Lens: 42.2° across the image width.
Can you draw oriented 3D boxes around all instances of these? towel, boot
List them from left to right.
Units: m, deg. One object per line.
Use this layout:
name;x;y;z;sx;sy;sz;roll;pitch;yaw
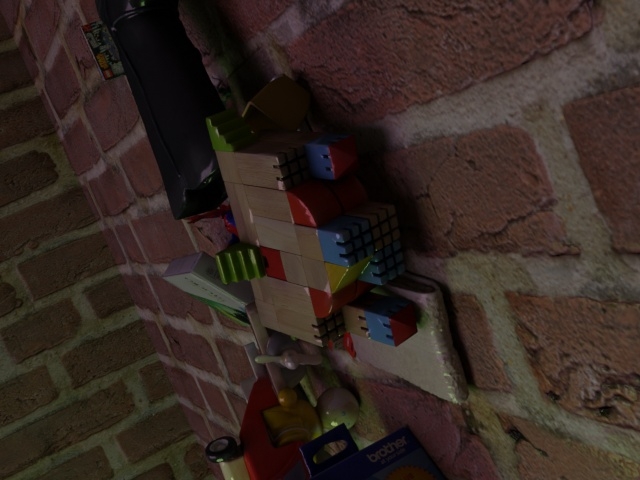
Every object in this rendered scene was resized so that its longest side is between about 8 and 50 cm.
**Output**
boot;-0.232;-0.300;1.333;0.367;0.146;0.445;125;128;-62
towel;0.117;0.130;1.265;0.282;0.049;0.187;16;129;60

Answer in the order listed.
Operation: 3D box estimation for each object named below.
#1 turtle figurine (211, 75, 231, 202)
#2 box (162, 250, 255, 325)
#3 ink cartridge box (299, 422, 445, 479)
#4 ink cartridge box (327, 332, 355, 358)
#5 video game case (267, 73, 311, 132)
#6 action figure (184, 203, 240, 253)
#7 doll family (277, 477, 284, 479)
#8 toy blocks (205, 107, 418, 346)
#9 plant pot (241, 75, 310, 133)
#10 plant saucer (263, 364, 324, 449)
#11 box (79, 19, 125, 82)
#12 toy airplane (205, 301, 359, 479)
turtle figurine;-0.207;-0.192;1.567;0.234;0.118;0.175;54;157;10
box;-0.207;0.112;1.803;0.232;0.058;0.322;33;166;-15
ink cartridge box;0.105;0.503;1.393;0.395;0.270;0.151;50;150;31
ink cartridge box;0.022;0.171;1.544;0.115;0.029;0.062;49;153;35
video game case;-0.055;-0.159;1.368;0.190;0.022;0.173;64;159;0
action figure;-0.173;0.007;1.675;0.280;0.139;0.091;44;150;47
doll family;-0.100;0.507;1.291;0.118;0.163;0.262;33;134;48
toy blocks;0.000;0.000;1.153;0.261;0.191;0.381;11;122;48
plant pot;-0.060;-0.196;1.244;0.081;0.083;0.081;38;158;-5
plant saucer;-0.071;0.422;2.013;0.278;0.041;0.277;48;152;36
box;-0.491;-0.449;1.940;0.137;0.094;0.027;66;159;-6
toy airplane;-0.053;0.344;1.656;0.386;0.273;0.384;53;-155;-65
